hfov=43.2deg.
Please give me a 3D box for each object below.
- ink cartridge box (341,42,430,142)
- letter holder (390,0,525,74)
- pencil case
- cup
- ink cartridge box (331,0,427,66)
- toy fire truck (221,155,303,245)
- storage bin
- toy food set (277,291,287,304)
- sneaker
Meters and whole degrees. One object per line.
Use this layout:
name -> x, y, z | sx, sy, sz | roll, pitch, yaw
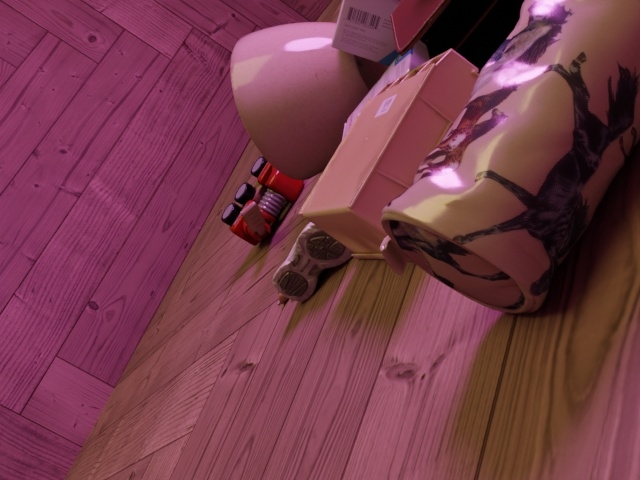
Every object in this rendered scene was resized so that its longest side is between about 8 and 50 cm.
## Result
ink cartridge box -> 0.129, -0.232, 1.429 | 0.203, 0.086, 0.148 | -50, 16, 32
letter holder -> 0.255, -0.380, 1.187 | 0.302, 0.152, 0.214 | -51, 17, 26
pencil case -> 0.210, -0.132, 0.743 | 0.410, 0.160, 0.183 | -59, 30, -5
cup -> 0.009, -0.318, 1.671 | 0.237, 0.331, 0.331 | -19, 33, 30
ink cartridge box -> 0.160, -0.484, 1.484 | 0.270, 0.198, 0.197 | 108, -179, -48
toy fire truck -> -0.135, -0.093, 1.974 | 0.217, 0.159, 0.246 | -57, 25, 0
storage bin -> 0.111, -0.113, 1.152 | 0.260, 0.123, 0.262 | -59, 13, -9
toy food set -> -0.053, 0.079, 1.515 | 0.122, 0.019, 0.077 | -36, 25, 57
sneaker -> 0.000, 0.000, 1.368 | 0.232, 0.090, 0.115 | -44, 15, 42
